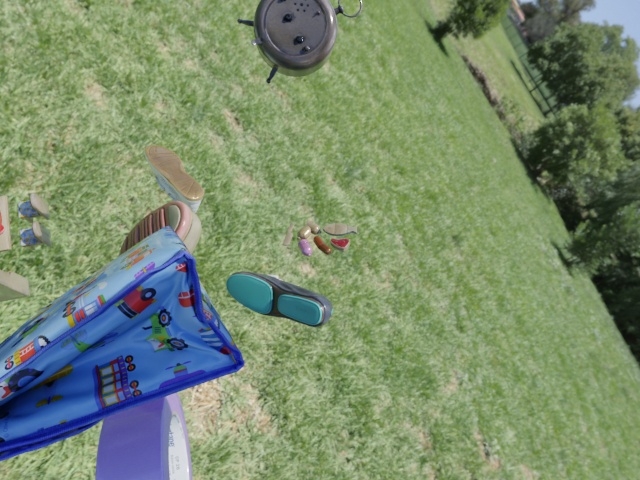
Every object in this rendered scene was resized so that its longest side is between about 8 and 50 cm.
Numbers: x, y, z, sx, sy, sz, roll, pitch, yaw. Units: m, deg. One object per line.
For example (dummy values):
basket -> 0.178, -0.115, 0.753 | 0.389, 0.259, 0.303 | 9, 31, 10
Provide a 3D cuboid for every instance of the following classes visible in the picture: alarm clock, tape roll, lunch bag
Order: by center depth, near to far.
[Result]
lunch bag -> -0.260, 0.112, 0.455 | 0.221, 0.293, 0.138 | 19, -47, 66
alarm clock -> -0.021, -0.338, 0.676 | 0.129, 0.192, 0.064 | 63, -3, -8
tape roll -> -0.270, 0.384, 0.695 | 0.275, 0.090, 0.274 | 173, -90, -78

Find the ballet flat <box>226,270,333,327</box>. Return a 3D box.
ballet flat -> -0.067, 0.099, 0.748 | 0.074, 0.203, 0.074 | -39, 136, -51

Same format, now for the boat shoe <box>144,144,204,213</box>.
boat shoe -> -0.459, -0.185, 1.322 | 0.098, 0.096, 0.277 | -19, 57, -40

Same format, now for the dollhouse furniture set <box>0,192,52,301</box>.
dollhouse furniture set -> -0.757, 0.006, 0.980 | 0.212, 0.161, 0.242 | -12, 74, -14

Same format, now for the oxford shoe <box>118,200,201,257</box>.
oxford shoe -> -0.305, 0.085, 0.798 | 0.147, 0.397, 0.140 | 19, 38, -37

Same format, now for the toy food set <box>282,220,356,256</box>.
toy food set -> 0.000, 0.000, 0.762 | 0.019, 0.122, 0.078 | 83, 19, -48

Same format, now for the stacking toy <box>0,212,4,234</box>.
stacking toy -> -0.631, 0.016, 0.755 | 0.130, 0.279, 0.308 | -10, 74, -33
